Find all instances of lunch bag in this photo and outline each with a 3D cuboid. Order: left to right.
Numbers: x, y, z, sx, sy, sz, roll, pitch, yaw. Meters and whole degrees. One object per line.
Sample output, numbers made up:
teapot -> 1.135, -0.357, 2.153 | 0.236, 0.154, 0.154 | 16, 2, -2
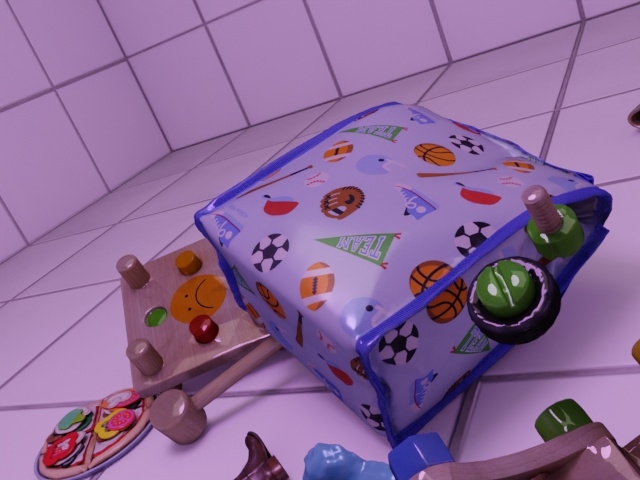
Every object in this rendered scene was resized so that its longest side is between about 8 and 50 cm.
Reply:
lunch bag -> 0.109, 0.000, 0.809 | 0.385, 0.238, 0.328 | -38, 48, -20

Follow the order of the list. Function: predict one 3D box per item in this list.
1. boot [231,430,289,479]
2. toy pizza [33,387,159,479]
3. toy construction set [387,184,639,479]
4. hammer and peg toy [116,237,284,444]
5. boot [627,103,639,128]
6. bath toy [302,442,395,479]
boot -> -0.103, 0.274, 0.745 | 0.114, 0.037, 0.106 | -34, 20, -17
toy pizza -> -0.336, 0.279, 0.985 | 0.201, 0.032, 0.201 | -20, 20, 8
toy construction set -> 0.226, 0.159, 0.395 | 0.309, 0.237, 0.257 | 24, 74, 46
hammer and peg toy -> -0.165, 0.130, 1.005 | 0.266, 0.127, 0.361 | -24, 46, -1
boot -> 0.687, -0.261, 1.188 | 0.165, 0.077, 0.213 | -34, 17, -30
bath toy -> -0.033, 0.301, 0.461 | 0.151, 0.129, 0.348 | -51, -2, 39
